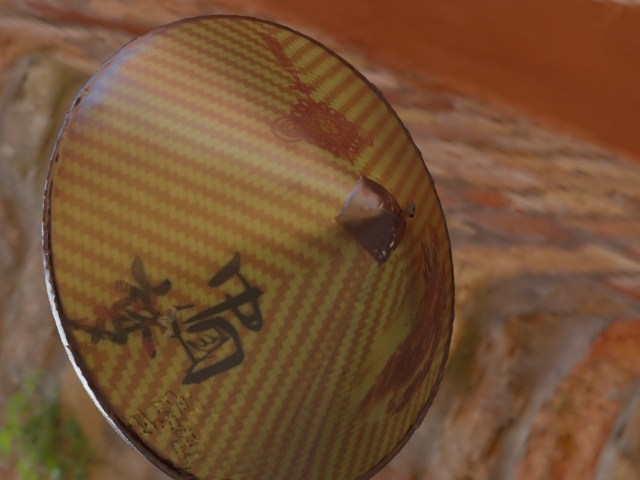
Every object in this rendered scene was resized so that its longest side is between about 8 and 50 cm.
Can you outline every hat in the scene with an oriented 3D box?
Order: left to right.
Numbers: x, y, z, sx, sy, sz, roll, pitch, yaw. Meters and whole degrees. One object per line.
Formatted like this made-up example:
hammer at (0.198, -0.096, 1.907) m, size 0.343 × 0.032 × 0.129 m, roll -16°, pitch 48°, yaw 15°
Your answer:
hat at (0.000, 0.000, 0.672) m, size 0.193 × 0.082 × 0.193 m, roll 9°, pitch -106°, yaw -36°
